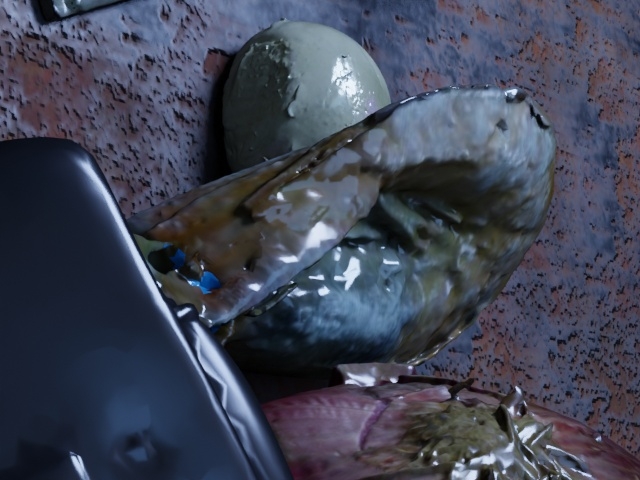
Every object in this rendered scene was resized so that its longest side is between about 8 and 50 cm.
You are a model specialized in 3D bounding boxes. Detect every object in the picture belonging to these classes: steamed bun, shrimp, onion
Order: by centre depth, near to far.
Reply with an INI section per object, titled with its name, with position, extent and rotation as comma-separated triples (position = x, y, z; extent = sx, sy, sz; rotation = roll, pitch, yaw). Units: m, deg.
[onion]
position = 0.047, 0.212, 0.903
extent = 0.353, 0.353, 0.354
rotation = 18, 68, -51
[shrimp]
position = 0.000, 0.000, 1.028
extent = 0.445, 0.110, 0.221
rotation = -6, 132, -47
[steamed bun]
position = -0.001, -0.080, 1.113
extent = 0.112, 0.090, 0.130
rotation = 36, 54, -46

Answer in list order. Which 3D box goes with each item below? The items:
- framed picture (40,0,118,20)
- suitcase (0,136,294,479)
[framed picture]
position = -0.137, -0.286, 1.038
extent = 0.209, 0.019, 0.281
rotation = -25, 102, -53
[suitcase]
position = -0.159, 0.154, 0.643
extent = 0.339, 0.188, 0.345
rotation = -23, 82, -32
